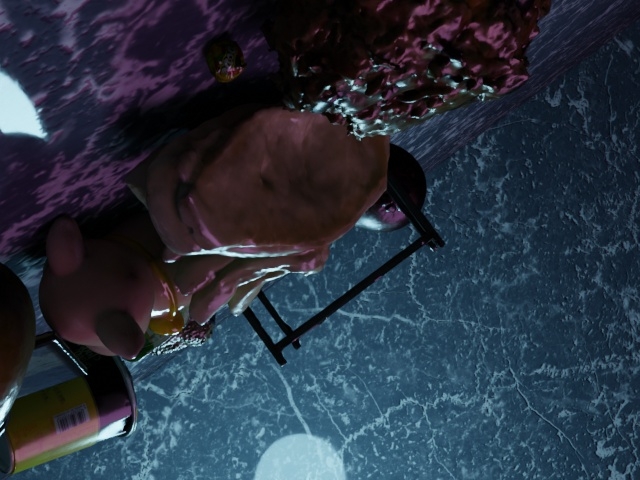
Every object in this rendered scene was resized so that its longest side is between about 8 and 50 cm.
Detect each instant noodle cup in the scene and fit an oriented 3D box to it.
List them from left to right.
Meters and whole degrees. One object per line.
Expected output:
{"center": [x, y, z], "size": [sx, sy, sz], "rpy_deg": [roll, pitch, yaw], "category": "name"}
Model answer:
{"center": [-0.490, 0.312, 1.308], "size": [0.236, 0.215, 0.215], "rpy_deg": [-20, 165, -44], "category": "instant noodle cup"}

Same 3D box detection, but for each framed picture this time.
{"center": [-0.450, 0.186, 0.796], "size": [0.347, 0.016, 0.265], "rpy_deg": [-18, 165, -17], "category": "framed picture"}

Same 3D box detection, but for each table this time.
{"center": [0.000, 0.000, 1.241], "size": [0.335, 0.272, 0.222], "rpy_deg": [-37, 175, 4], "category": "table"}

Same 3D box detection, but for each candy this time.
{"center": [-0.089, -0.158, 0.672], "size": [0.035, 0.035, 0.123], "rpy_deg": [-32, -178, -7], "category": "candy"}

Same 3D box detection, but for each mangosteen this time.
{"center": [0.124, -0.115, 1.504], "size": [0.210, 0.210, 0.210], "rpy_deg": [-36, 174, -4], "category": "mangosteen"}

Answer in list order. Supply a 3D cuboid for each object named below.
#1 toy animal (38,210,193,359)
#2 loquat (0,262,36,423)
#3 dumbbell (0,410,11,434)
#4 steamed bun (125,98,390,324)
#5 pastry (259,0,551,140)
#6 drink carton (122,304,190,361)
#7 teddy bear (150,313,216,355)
{"center": [-0.230, 0.048, 0.861], "size": [0.149, 0.165, 0.248], "rpy_deg": [-45, 178, 24], "category": "toy animal"}
{"center": [-0.338, 0.104, 0.578], "size": [0.227, 0.179, 0.179], "rpy_deg": [-43, 178, -29], "category": "loquat"}
{"center": [-0.461, 0.195, 0.979], "size": [0.254, 0.110, 0.110], "rpy_deg": [-49, 168, 35], "category": "dumbbell"}
{"center": [-0.065, -0.041, 0.853], "size": [0.189, 0.247, 0.428], "rpy_deg": [-10, -165, 35], "category": "steamed bun"}
{"center": [0.085, -0.189, 0.611], "size": [0.275, 0.193, 0.275], "rpy_deg": [-35, 176, -3], "category": "pastry"}
{"center": [-0.252, 0.073, 1.056], "size": [0.144, 0.146, 0.142], "rpy_deg": [-37, -177, 10], "category": "drink carton"}
{"center": [-0.284, 0.167, 1.526], "size": [0.251, 0.129, 0.182], "rpy_deg": [-48, 170, -16], "category": "teddy bear"}
